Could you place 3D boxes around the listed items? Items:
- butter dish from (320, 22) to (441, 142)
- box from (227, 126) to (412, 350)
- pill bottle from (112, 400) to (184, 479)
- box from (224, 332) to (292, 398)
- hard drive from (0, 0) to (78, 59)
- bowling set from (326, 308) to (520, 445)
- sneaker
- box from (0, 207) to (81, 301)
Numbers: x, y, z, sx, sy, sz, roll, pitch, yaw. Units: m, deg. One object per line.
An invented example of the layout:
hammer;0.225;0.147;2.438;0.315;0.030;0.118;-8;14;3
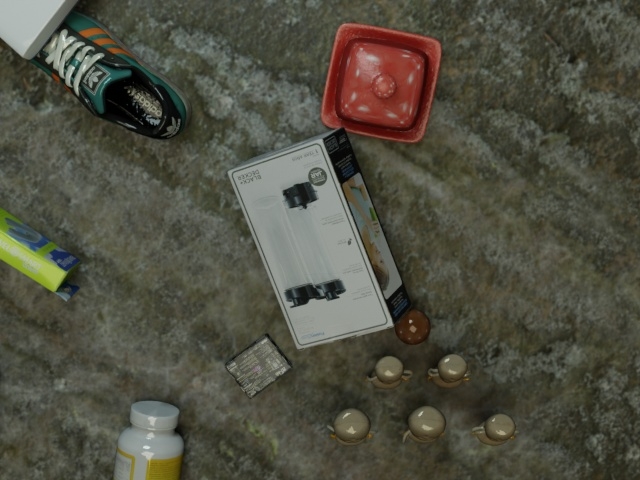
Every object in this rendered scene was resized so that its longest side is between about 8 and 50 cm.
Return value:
butter dish;0.088;-0.223;1.686;0.160;0.118;0.160;11;101;-1
box;0.000;0.000;1.714;0.169;0.087;0.290;-18;99;27
pill bottle;-0.263;0.345;1.797;0.103;0.103;0.184;9;100;-1
box;-0.095;0.194;1.811;0.083;0.018;0.067;-37;97;7
hard drive;-0.461;-0.437;1.655;0.318;0.040;0.210;42;98;9
bowling set;0.156;0.214;1.768;0.286;0.154;0.200;4;74;2
sneaker;-0.323;-0.247;1.685;0.302;0.121;0.108;32;100;-3
box;-0.431;0.017;1.739;0.178;0.109;0.042;34;97;-5
